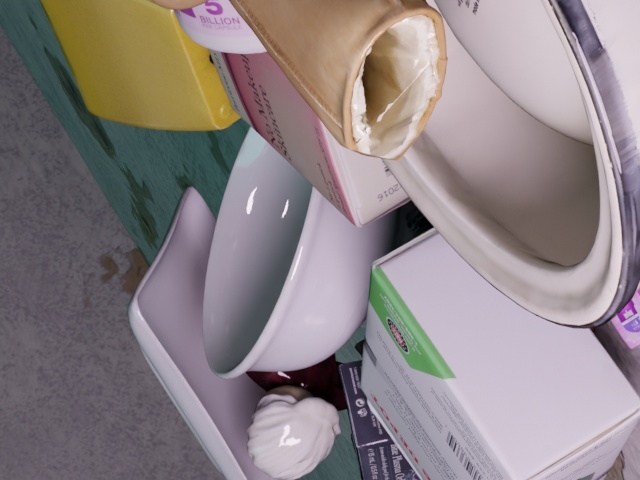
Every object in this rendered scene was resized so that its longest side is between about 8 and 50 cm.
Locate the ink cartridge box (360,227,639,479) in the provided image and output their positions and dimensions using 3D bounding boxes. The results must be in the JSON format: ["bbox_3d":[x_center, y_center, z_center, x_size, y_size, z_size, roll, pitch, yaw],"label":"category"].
[{"bbox_3d":[0.138,0.127,1.484,0.211,0.121,0.289,55,167,18],"label":"ink cartridge box"}]

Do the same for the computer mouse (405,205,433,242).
[{"bbox_3d":[0.106,-0.004,1.525,0.041,0.071,0.242,54,173,14],"label":"computer mouse"}]

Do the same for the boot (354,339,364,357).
[{"bbox_3d":[0.110,0.188,1.919,0.207,0.090,0.248,58,171,-1],"label":"boot"}]

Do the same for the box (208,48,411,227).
[{"bbox_3d":[0.009,-0.142,1.489,0.232,0.127,0.149,44,160,48],"label":"box"}]

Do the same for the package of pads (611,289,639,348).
[{"bbox_3d":[0.229,0.044,1.280,0.050,0.032,0.083,57,167,7],"label":"package of pads"}]

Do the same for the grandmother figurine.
[{"bbox_3d":[-0.022,0.105,1.849,0.342,0.208,0.104,-85,20,-49],"label":"grandmother figurine"}]

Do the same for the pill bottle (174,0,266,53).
[{"bbox_3d":[-0.075,-0.304,1.353,0.169,0.169,0.301,45,160,49],"label":"pill bottle"}]

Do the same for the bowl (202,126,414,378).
[{"bbox_3d":[0.000,0.000,1.693,0.298,0.134,0.298,-164,90,-73],"label":"bowl"}]

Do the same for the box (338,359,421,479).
[{"bbox_3d":[0.108,0.176,1.712,0.156,0.158,0.093,78,179,-56],"label":"box"}]

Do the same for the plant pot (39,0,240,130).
[{"bbox_3d":[-0.115,-0.220,1.650,0.187,0.212,0.212,32,151,45],"label":"plant pot"}]

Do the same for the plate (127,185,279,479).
[{"bbox_3d":[-0.104,0.116,1.830,0.277,0.045,0.278,59,-159,-19],"label":"plate"}]

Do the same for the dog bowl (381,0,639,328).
[{"bbox_3d":[0.108,-0.160,1.024,0.408,0.150,0.408,55,167,19],"label":"dog bowl"}]

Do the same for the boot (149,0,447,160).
[{"bbox_3d":[-0.033,-0.144,1.070,0.269,0.089,0.236,52,166,26],"label":"boot"}]

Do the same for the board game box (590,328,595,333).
[{"bbox_3d":[0.170,0.007,1.432,0.145,0.027,0.281,55,167,25],"label":"board game box"}]
